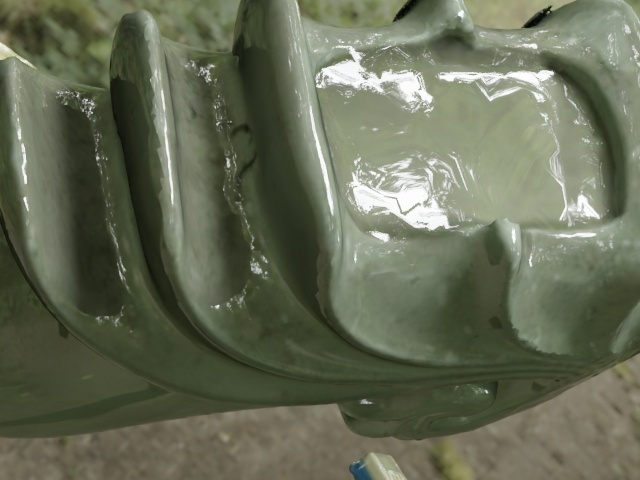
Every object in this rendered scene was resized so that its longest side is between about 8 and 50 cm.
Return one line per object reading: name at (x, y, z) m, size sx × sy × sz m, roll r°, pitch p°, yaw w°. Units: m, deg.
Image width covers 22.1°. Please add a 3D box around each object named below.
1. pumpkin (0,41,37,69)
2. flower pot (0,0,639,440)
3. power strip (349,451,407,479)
pumpkin at (-0.485, -0.082, 1.977) m, size 0.332 × 0.332 × 0.199 m, roll 35°, pitch -23°, yaw -26°
flower pot at (0.000, 0.000, 0.757) m, size 0.367 × 0.254 × 0.165 m, roll 1°, pitch 65°, yaw -27°
power strip at (0.075, 0.251, 1.521) m, size 0.123 × 0.032 × 0.056 m, roll 56°, pitch 11°, yaw 23°
